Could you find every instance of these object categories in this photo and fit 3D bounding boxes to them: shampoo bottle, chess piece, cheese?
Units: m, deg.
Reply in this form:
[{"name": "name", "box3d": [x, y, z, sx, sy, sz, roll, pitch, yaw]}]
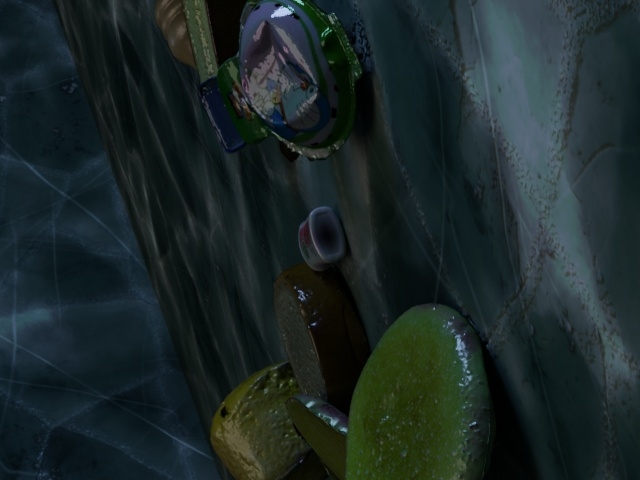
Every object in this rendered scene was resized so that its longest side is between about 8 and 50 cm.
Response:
[{"name": "shampoo bottle", "box3d": [0.000, 0.000, 2.042, 0.099, 0.043, 0.072, 140, 115, -75]}, {"name": "chess piece", "box3d": [-0.198, -0.337, 2.345, 0.139, 0.124, 0.307, -43, 61, 36]}, {"name": "cheese", "box3d": [-0.051, -0.178, 1.827, 0.320, 0.083, 0.204, -22, 93, 55]}]

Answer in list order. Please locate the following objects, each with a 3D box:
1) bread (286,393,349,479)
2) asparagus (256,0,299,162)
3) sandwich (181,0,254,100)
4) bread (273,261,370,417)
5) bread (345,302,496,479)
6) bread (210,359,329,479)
[{"name": "bread", "box3d": [0.044, 0.282, 2.049, 0.228, 0.033, 0.228, 44, 161, 19]}, {"name": "asparagus", "box3d": [-0.042, -0.227, 1.905, 0.080, 0.080, 0.287, -134, 37, -63]}, {"name": "sandwich", "box3d": [-0.129, -0.313, 2.110, 0.094, 0.096, 0.258, -161, 58, -66]}, {"name": "bread", "box3d": [0.003, 0.137, 2.130, 0.236, 0.070, 0.236, 164, 90, -77]}, {"name": "bread", "box3d": [0.094, 0.215, 1.658, 0.301, 0.045, 0.301, -171, 90, -67]}, {"name": "bread", "box3d": [-0.062, 0.278, 2.343, 0.170, 0.197, 0.197, 55, 160, 20]}]
